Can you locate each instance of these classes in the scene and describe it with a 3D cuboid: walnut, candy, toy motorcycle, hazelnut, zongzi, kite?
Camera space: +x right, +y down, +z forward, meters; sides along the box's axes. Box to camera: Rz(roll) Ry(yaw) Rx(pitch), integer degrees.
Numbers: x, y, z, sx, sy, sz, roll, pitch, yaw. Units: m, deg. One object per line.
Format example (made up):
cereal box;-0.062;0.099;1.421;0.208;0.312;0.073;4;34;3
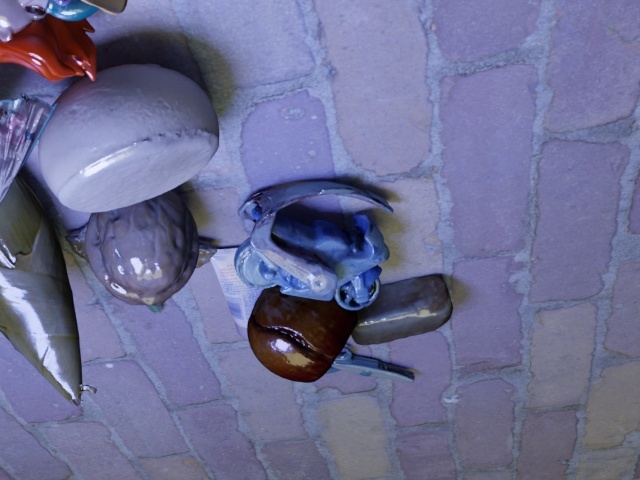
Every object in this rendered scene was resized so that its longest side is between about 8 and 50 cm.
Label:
walnut;-0.320;0.011;1.707;0.224;0.224;0.224;-3;144;-2
candy;0.168;0.152;2.049;0.234;0.102;0.104;-12;143;11
toy motorcycle;0.005;0.015;1.776;0.319;0.182;0.241;13;140;-25
hazelnut;-0.045;0.174;1.940;0.218;0.234;0.218;18;138;17
zongzi;-0.527;0.024;1.608;0.181;0.418;0.447;-27;145;-17
kite;-0.555;-0.173;1.444;0.406;0.014;0.368;2;114;22

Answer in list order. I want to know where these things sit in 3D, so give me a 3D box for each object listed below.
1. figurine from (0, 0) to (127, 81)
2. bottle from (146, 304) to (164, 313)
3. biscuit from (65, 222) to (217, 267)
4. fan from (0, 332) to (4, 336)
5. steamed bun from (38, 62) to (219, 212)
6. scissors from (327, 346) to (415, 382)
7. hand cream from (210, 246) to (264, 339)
figurine;-0.382;-0.319;1.297;0.257;0.180;0.208;-21;170;32
bottle;-0.362;0.127;2.016;0.030;0.030;0.083;-15;143;13
biscuit;-0.358;0.027;1.874;0.290;0.038;0.141;8;142;-14
fan;-0.714;0.124;1.991;0.191;0.009;0.329;-8;144;5
steamed bun;-0.304;-0.172;1.473;0.283;0.177;0.283;-23;170;-4
scissors;0.102;0.305;2.300;0.289;0.041;0.138;16;140;-20
hand cream;-0.155;0.100;1.977;0.133;0.083;0.247;-6;133;-3
